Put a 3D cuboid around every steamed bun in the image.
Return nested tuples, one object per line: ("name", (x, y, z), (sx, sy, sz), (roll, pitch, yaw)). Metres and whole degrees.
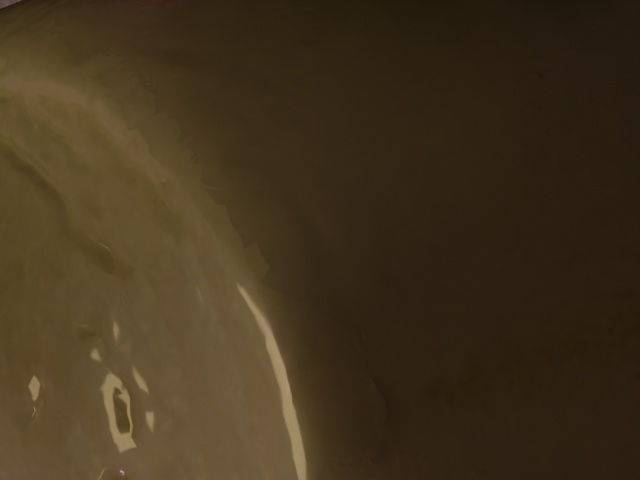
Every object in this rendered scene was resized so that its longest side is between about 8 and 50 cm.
("steamed bun", (0.000, 0.000, 0.840), (0.456, 0.371, 0.290), (11, 106, 58))
